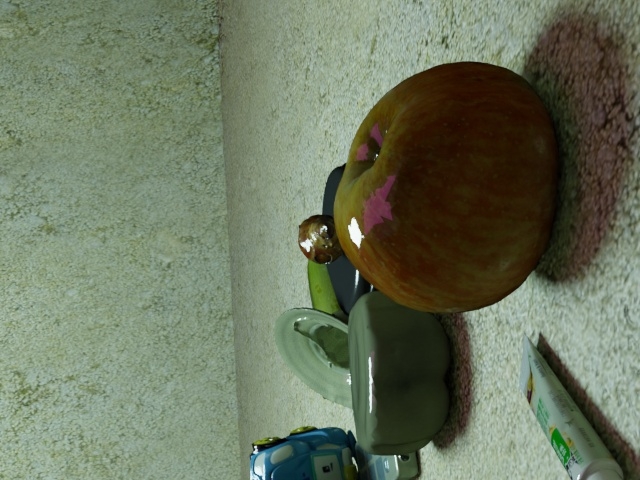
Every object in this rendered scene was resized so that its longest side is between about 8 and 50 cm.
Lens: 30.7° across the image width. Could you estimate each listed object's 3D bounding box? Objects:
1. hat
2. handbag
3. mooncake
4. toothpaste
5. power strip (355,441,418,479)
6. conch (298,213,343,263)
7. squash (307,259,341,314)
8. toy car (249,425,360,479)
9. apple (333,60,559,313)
[{"bbox_3d":[0.047,0.189,2.153,0.110,0.252,0.252,-50,-16,-37],"label":"hat"},{"bbox_3d":[0.074,0.002,2.092,0.308,0.093,0.254,-107,19,-50],"label":"handbag"},{"bbox_3d":[0.118,0.208,1.835,0.275,0.135,0.275,179,90,-81],"label":"mooncake"},{"bbox_3d":[0.279,0.210,1.326,0.058,0.056,0.314,-46,22,10],"label":"toothpaste"},{"bbox_3d":[0.115,0.382,2.051,0.270,0.046,0.118,117,149,-63],"label":"power strip"},{"bbox_3d":[-0.004,-0.003,2.043,0.233,0.080,0.086,-161,77,-77],"label":"conch"},{"bbox_3d":[0.028,0.130,2.318,0.094,0.094,0.341,102,164,-45],"label":"squash"},{"bbox_3d":[-0.013,0.446,2.164,0.314,0.166,0.198,4,-107,-66],"label":"toy car"},{"bbox_3d":[0.146,-0.066,1.426,0.277,0.250,0.309,133,136,-73],"label":"apple"}]
